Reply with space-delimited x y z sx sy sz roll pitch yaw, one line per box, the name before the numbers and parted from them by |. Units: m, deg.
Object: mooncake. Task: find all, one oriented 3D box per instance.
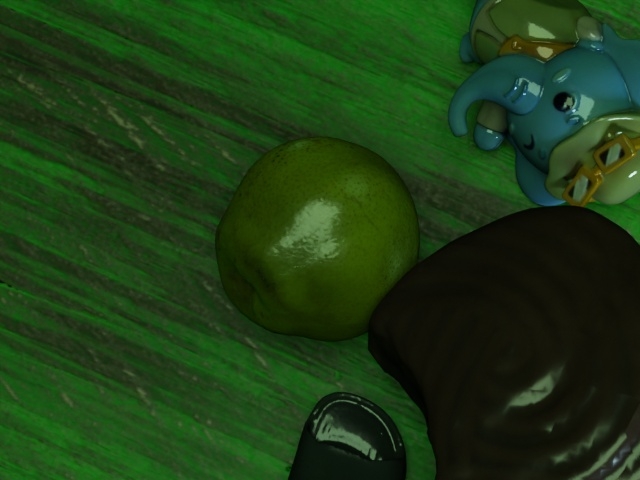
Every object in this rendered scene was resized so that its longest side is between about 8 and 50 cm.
mooncake | 0.189 0.126 1.753 0.333 0.174 0.326 8 65 22

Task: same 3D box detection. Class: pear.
pear | 0.000 -0.001 1.853 0.198 0.198 0.198 -1 79 3

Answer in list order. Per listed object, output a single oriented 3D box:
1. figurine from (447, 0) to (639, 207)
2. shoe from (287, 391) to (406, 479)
figurine | 0.222 -0.141 1.900 0.262 0.154 0.180 41 93 27
shoe | 0.012 0.263 1.849 0.108 0.093 0.241 15 82 8
